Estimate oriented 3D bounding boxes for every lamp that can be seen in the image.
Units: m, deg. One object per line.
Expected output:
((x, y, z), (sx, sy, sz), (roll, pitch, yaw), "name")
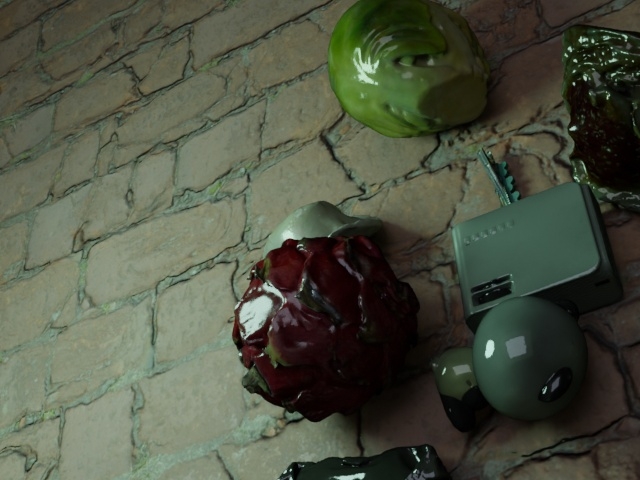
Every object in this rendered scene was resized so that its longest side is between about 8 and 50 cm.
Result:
((0.293, 0.190, 1.646), (0.244, 0.197, 0.198), (-30, 41, 39), "lamp")

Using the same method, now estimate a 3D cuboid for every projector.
((0.353, 0.038, 1.770), (0.250, 0.108, 0.198), (-22, 46, 19), "projector")

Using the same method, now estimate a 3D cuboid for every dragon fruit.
((0.009, 0.138, 1.798), (0.329, 0.329, 0.329), (-20, 46, 23), "dragon fruit")

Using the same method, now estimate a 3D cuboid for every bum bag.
((0.063, 0.401, 1.712), (0.326, 0.080, 0.142), (-14, 41, 32), "bum bag")

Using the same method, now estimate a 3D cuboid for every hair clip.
((0.331, -0.104, 1.950), (0.049, 0.049, 0.173), (-28, 49, 15), "hair clip")

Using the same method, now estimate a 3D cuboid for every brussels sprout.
((0.171, -0.355, 2.109), (0.344, 0.268, 0.344), (-11, 54, 15), "brussels sprout")

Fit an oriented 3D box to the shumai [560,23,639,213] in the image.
((0.517, -0.205, 1.809), (0.330, 0.292, 0.289), (29, 113, 56), "shumai")

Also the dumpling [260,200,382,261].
((-0.001, -0.005, 2.043), (0.243, 0.175, 0.227), (21, 42, 39), "dumpling")
